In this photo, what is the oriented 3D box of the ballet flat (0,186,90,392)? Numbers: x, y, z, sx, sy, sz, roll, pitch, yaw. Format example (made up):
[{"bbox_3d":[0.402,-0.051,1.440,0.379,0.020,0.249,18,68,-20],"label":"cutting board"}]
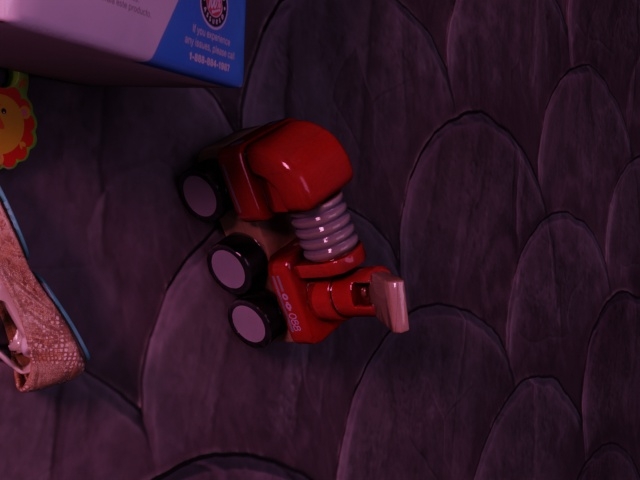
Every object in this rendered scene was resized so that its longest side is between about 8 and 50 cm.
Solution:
[{"bbox_3d":[-0.247,0.029,0.648,0.067,0.073,0.206,-34,110,-30],"label":"ballet flat"}]

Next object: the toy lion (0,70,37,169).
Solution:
[{"bbox_3d":[-0.259,-0.109,0.673,0.096,0.034,0.100,43,55,-48],"label":"toy lion"}]

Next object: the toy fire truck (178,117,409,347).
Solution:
[{"bbox_3d":[0.000,0.000,0.803,0.158,0.246,0.217,-37,115,-46],"label":"toy fire truck"}]

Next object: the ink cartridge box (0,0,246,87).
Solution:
[{"bbox_3d":[-0.174,-0.320,0.593,0.285,0.166,0.395,-5,99,-69],"label":"ink cartridge box"}]
